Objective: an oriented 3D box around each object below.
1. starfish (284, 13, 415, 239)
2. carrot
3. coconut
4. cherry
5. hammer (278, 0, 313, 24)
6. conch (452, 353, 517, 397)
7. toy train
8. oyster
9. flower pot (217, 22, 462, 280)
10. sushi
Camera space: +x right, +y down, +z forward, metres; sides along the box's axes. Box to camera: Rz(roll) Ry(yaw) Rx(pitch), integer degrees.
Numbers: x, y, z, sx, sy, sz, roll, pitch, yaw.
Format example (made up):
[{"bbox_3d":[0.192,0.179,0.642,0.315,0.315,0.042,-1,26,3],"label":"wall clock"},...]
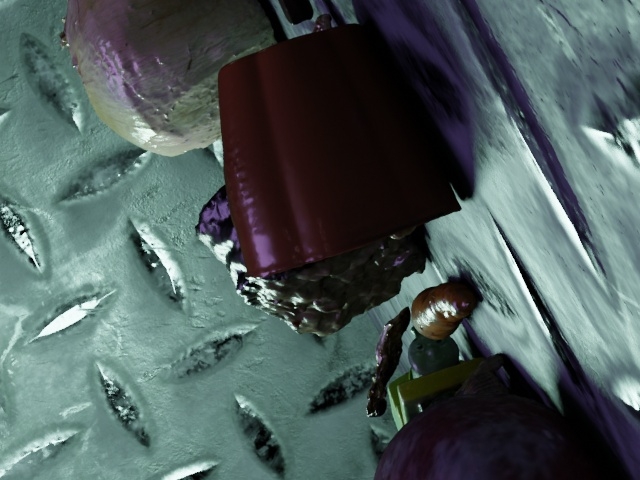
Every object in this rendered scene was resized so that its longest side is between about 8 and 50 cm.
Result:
[{"bbox_3d":[0.021,-0.103,1.374,0.216,0.071,0.238,36,147,39],"label":"starfish"},{"bbox_3d":[0.129,0.071,1.534,0.059,0.059,0.248,60,175,6],"label":"carrot"},{"bbox_3d":[-0.195,-0.256,1.897,0.297,0.254,0.297,60,176,8],"label":"coconut"},{"bbox_3d":[0.155,0.248,1.285,0.236,0.213,0.285,40,150,10],"label":"cherry"},{"bbox_3d":[-0.066,-0.291,1.120,0.125,0.027,0.297,-116,1,-51],"label":"hammer"},{"bbox_3d":[0.185,0.212,1.485,0.245,0.163,0.178,-92,10,-58],"label":"conch"},{"bbox_3d":[0.157,0.227,1.794,0.369,0.150,0.237,76,175,-62],"label":"toy train"},{"bbox_3d":[0.079,0.148,1.740,0.086,0.029,0.132,-84,12,-65],"label":"oyster"},{"bbox_3d":[0.002,-0.075,1.181,0.190,0.191,0.173,165,88,-87],"label":"flower pot"},{"bbox_3d":[0.000,0.000,1.620,0.171,0.211,0.350,55,-178,14],"label":"sushi"}]
